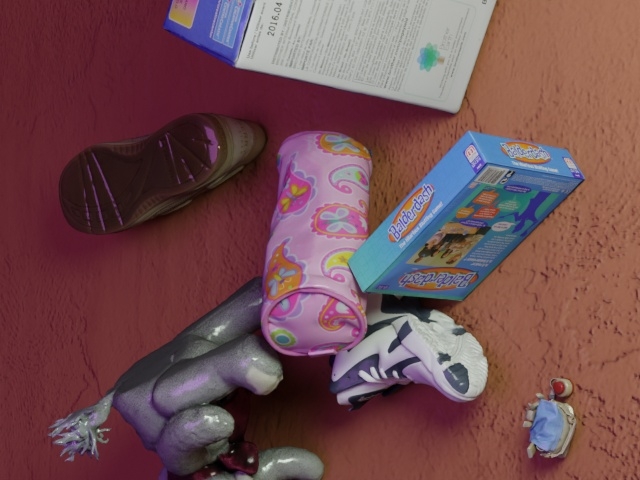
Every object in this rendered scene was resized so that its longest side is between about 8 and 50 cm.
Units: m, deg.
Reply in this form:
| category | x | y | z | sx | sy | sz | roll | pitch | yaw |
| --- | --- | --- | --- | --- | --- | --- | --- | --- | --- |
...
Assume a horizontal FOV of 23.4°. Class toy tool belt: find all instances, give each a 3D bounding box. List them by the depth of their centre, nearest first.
| category | x | y | z | sx | sy | sz | roll | pitch | yaw |
| --- | --- | --- | --- | --- | --- | --- | --- | --- | --- |
| toy tool belt | 0.235 | 0.182 | 1.587 | 0.052 | 0.051 | 0.083 | 10 | 93 | 46 |

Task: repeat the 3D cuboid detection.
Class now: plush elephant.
| category | x | y | z | sx | sy | sz | roll | pitch | yaw |
| --- | --- | --- | --- | --- | --- | --- | --- | --- | --- |
| plush elephant | -0.122 | 0.248 | 1.836 | 0.330 | 0.255 | 0.272 | -32 | 14 | 5 |

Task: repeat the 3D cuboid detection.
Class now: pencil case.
| category | x | y | z | sx | sy | sz | roll | pitch | yaw |
| --- | --- | --- | --- | --- | --- | --- | --- | --- | --- |
| pencil case | 0.000 | 0.000 | 1.731 | 0.124 | 0.124 | 0.284 | -45 | 27 | 34 |

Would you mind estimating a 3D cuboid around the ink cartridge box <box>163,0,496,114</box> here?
| category | x | y | z | sx | sy | sz | roll | pitch | yaw |
| --- | --- | --- | --- | --- | --- | --- | --- | --- | --- |
| ink cartridge box | 0.010 | -0.306 | 1.625 | 0.151 | 0.396 | 0.270 | 30 | 107 | 44 |

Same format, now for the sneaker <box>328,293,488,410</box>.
| category | x | y | z | sx | sy | sz | roll | pitch | yaw |
| --- | --- | --- | --- | --- | --- | --- | --- | --- | --- |
| sneaker | 0.085 | 0.147 | 1.719 | 0.235 | 0.094 | 0.153 | 42 | 117 | 41 |

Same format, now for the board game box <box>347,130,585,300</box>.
| category | x | y | z | sx | sy | sz | roll | pitch | yaw |
| --- | --- | --- | --- | --- | --- | --- | --- | --- | --- |
| board game box | 0.152 | -0.021 | 1.618 | 0.210 | 0.160 | 0.047 | -48 | 54 | 31 |

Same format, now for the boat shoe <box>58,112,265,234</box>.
| category | x | y | z | sx | sy | sz | roll | pitch | yaw |
| --- | --- | --- | --- | --- | --- | --- | --- | --- | --- |
| boat shoe | -0.215 | -0.085 | 2.050 | 0.341 | 0.110 | 0.121 | -14 | 87 | 41 |
